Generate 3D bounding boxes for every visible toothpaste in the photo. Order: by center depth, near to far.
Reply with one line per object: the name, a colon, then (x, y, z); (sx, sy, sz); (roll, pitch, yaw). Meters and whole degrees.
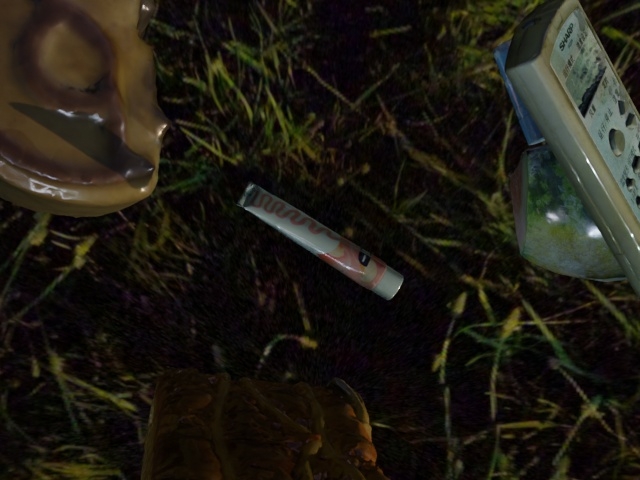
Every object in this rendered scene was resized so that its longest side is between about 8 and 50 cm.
toothpaste: (0.000, 0.000, 0.885); (0.205, 0.056, 0.036); (32, 119, -8)

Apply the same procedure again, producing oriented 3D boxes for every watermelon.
watermelon: (0.425, -0.068, 1.079); (0.305, 0.224, 0.180); (-5, 36, -2)

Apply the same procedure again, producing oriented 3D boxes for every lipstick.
lipstick: (0.311, -0.226, 1.198); (0.048, 0.048, 0.158); (-20, 85, -5)

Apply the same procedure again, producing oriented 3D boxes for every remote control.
remote control: (0.209, -0.061, 0.568); (0.233, 0.038, 0.098); (52, 48, -21)

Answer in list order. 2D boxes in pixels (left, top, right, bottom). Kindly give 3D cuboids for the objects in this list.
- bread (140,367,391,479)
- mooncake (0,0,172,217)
bread: (-0.039, 0.188, 0.564); (0.185, 0.274, 0.114); (7, 103, -11)
mooncake: (-0.331, -0.232, 1.063); (0.393, 0.246, 0.394); (-39, 99, -28)
